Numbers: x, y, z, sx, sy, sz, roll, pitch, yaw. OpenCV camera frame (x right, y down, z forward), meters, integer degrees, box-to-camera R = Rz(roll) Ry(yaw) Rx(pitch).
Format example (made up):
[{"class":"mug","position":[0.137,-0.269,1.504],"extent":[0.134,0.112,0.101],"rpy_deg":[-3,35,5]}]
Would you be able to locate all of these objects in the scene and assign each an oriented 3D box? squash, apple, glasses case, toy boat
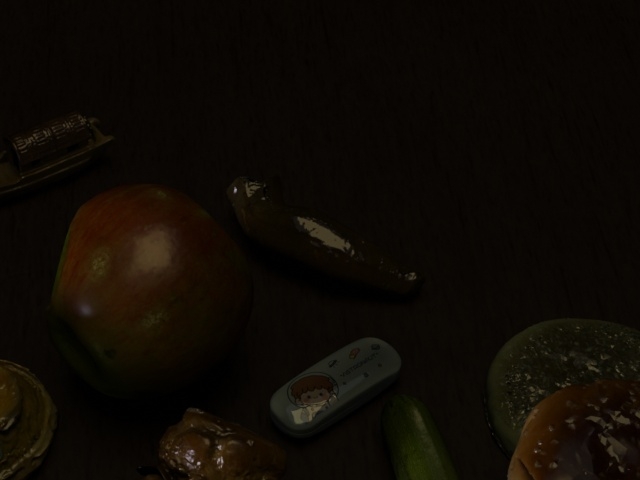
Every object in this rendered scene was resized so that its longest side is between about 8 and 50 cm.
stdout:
[{"class":"squash","position":[0.120,0.268,1.634],"extent":[0.069,0.069,0.239],"rpy_deg":[-7,46,-12]},{"class":"apple","position":[-0.207,0.062,1.694],"extent":[0.246,0.246,0.226],"rpy_deg":[36,69,28]},{"class":"glasses case","position":[0.018,0.172,1.735],"extent":[0.178,0.045,0.067],"rpy_deg":[-30,54,-29]},{"class":"toy boat","position":[-0.384,-0.114,1.961],"extent":[0.226,0.088,0.068],"rpy_deg":[-25,52,-27]}]

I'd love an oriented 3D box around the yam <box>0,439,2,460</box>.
[{"class":"yam","position":[-0.511,0.201,1.530],"extent":[0.271,0.201,0.202],"rpy_deg":[-4,30,38]}]

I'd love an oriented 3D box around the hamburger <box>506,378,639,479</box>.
[{"class":"hamburger","position":[0.317,0.264,1.579],"extent":[0.286,0.146,0.243],"rpy_deg":[-24,57,-14]}]

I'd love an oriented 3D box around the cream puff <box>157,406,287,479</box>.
[{"class":"cream puff","position":[-0.111,0.247,1.602],"extent":[0.144,0.126,0.103],"rpy_deg":[25,79,8]}]

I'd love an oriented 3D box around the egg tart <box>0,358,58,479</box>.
[{"class":"egg tart","position":[-0.390,0.198,1.662],"extent":[0.191,0.074,0.191],"rpy_deg":[1,43,-1]}]

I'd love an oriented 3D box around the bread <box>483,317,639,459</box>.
[{"class":"bread","position":[0.325,0.188,1.749],"extent":[0.267,0.040,0.267],"rpy_deg":[2,45,-2]}]

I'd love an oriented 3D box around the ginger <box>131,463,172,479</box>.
[{"class":"ginger","position":[-0.300,0.313,1.531],"extent":[0.309,0.107,0.133],"rpy_deg":[-8,60,-7]}]

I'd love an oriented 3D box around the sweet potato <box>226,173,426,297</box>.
[{"class":"sweet potato","position":[0.001,-0.005,1.884],"extent":[0.286,0.085,0.112],"rpy_deg":[24,43,18]}]
